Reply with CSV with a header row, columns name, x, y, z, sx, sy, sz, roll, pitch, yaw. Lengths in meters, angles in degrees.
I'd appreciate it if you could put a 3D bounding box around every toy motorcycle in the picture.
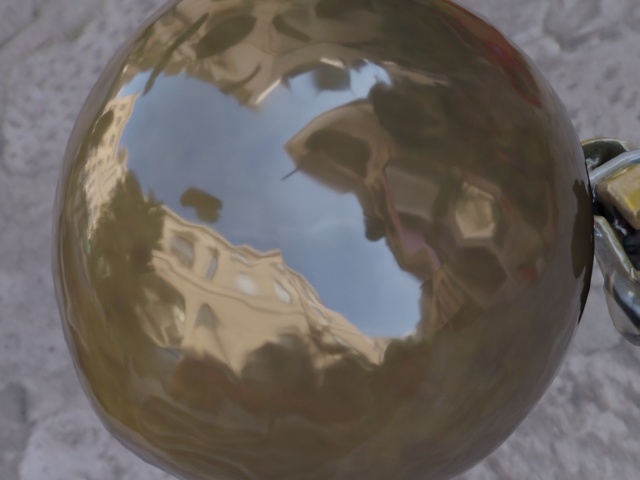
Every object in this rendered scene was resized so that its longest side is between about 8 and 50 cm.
name,x,y,z,sx,sy,sz,roll,pitch,yaw
toy motorcycle,0.198,-0.011,0.893,0.094,0.229,0.130,-27,86,-11

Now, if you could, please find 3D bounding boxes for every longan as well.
name,x,y,z,sx,sy,sz,roll,pitch,yaw
longan,-0.001,0.001,0.803,0.297,0.297,0.297,-13,52,17
